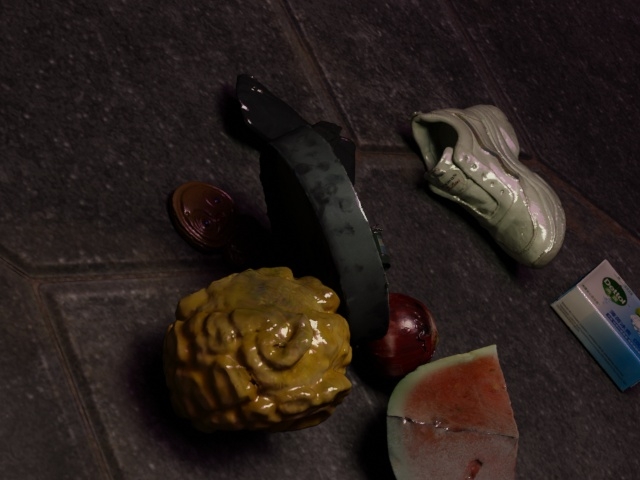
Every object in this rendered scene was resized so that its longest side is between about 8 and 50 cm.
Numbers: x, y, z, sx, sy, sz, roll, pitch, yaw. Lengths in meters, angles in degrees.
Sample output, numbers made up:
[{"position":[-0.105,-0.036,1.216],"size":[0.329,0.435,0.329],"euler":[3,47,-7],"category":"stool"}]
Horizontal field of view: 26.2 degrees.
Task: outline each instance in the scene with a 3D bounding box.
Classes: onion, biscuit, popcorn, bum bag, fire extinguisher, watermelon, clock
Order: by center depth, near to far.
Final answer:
[{"position":[-0.069,0.139,1.707],"size":[0.250,0.190,0.250],"euler":[2,35,-1],"category":"popcorn"},{"position":[0.002,0.000,1.851],"size":[0.061,0.312,0.312],"euler":[-21,68,-14],"category":"clock"},{"position":[0.197,0.276,1.884],"size":[0.256,0.176,0.260],"euler":[51,17,-19],"category":"watermelon"},{"position":[-0.136,-0.020,1.944],"size":[0.175,0.026,0.124],"euler":[35,39,-15],"category":"biscuit"},{"position":[0.107,0.137,1.954],"size":[0.131,0.131,0.131],"euler":[26,41,-25],"category":"onion"},{"position":[0.084,0.009,2.134],"size":[0.038,0.025,0.083],"euler":[-1,54,-17],"category":"fire extinguisher"},{"position":[-0.039,-0.162,2.142],"size":[0.248,0.060,0.123],"euler":[30,41,-24],"category":"bum bag"}]

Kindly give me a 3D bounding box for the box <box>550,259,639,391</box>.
[{"position":[0.507,0.146,2.377],"size":[0.194,0.073,0.139],"euler":[51,37,6],"category":"box"}]

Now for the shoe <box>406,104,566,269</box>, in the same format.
[{"position":[0.266,-0.093,2.328],"size":[0.211,0.132,0.342],"euler":[1,52,-39],"category":"shoe"}]
